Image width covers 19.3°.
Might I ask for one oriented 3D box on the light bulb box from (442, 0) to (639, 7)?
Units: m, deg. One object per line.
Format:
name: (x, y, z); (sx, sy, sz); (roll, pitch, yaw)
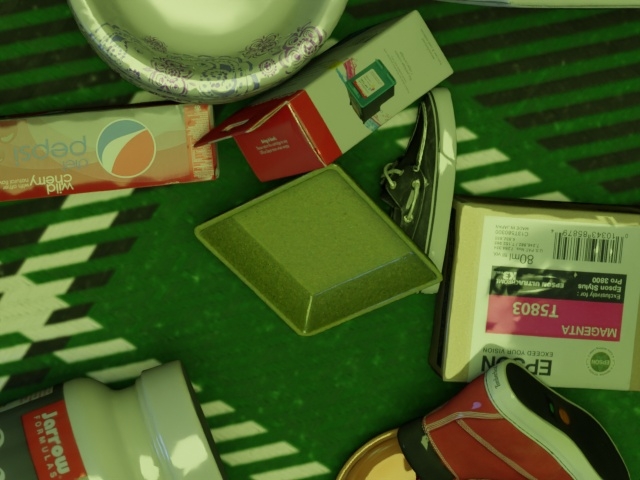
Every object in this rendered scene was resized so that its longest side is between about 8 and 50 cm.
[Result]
light bulb box: (0.303, -0.402, 1.805); (0.361, 0.225, 0.358); (-2, 99, -19)

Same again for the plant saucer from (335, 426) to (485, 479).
plant saucer: (0.104, 0.292, 2.025); (0.200, 0.037, 0.200); (-1, 99, -7)

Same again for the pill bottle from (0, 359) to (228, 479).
pill bottle: (-0.281, 0.262, 1.893); (0.363, 0.210, 0.210); (-21, 100, -2)

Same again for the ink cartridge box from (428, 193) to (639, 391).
ink cartridge box: (0.242, 0.055, 1.976); (0.234, 0.088, 0.193); (3, 97, -7)

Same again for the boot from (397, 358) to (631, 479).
boot: (0.201, 0.237, 1.976); (0.176, 0.088, 0.244); (-35, 122, 27)

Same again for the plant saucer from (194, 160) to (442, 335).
plant saucer: (0.000, 0.000, 1.913); (0.188, 0.045, 0.188); (-24, 126, 31)

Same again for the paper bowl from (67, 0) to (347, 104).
paper bowl: (-0.113, -0.275, 1.845); (0.284, 0.148, 0.284); (0, 90, -5)

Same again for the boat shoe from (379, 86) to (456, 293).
boat shoe: (0.098, -0.051, 1.950); (0.070, 0.078, 0.219); (4, 100, -8)

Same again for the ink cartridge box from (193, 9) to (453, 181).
ink cartridge box: (0.002, -0.130, 1.854); (0.231, 0.134, 0.078); (-37, 103, -27)

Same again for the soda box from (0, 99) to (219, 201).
soda box: (-0.237, -0.092, 1.901); (0.263, 0.092, 0.083); (-5, 98, -5)
